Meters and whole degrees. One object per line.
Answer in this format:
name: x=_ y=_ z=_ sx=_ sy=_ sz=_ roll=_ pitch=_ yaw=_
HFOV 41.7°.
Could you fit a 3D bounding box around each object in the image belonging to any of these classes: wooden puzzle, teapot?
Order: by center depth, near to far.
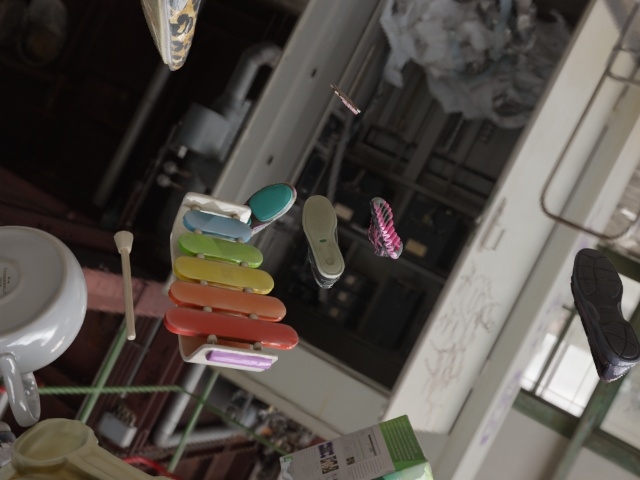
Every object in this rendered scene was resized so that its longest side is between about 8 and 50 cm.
teapot: x=-0.469 y=0.118 z=1.293 sx=0.253 sy=0.256 sz=0.187 roll=23 pitch=146 yaw=19
wooden puzzle: x=0.043 y=-0.251 z=1.492 sx=0.083 sy=0.006 sz=0.049 roll=39 pitch=-162 yaw=-32

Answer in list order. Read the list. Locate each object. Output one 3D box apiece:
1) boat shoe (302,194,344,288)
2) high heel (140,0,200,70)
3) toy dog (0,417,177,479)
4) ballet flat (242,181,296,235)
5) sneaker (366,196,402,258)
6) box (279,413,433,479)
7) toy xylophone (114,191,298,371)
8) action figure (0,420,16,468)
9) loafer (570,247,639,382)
boat shoe: x=0.000 y=0.000 z=1.954 sx=0.084 sy=0.233 sz=0.079 roll=-4 pitch=148 yaw=-11
high heel: x=-0.111 y=-0.315 z=0.955 sx=0.093 sy=0.186 sz=0.261 roll=54 pitch=154 yaw=33
toy dog: x=-0.387 y=0.524 z=1.174 sx=0.285 sy=0.407 sz=0.395 roll=21 pitch=-169 yaw=9
ballet flat: x=-0.136 y=-0.052 z=1.811 sx=0.077 sy=0.221 sz=0.079 roll=59 pitch=-164 yaw=17
sneaker: x=0.102 y=-0.020 z=1.488 sx=0.057 sy=0.119 sz=0.047 roll=-2 pitch=-153 yaw=37
box: x=0.072 y=0.508 z=1.870 sx=0.232 sy=0.322 sz=0.058 roll=-110 pitch=0 yaw=-75
toy xylophone: x=-0.175 y=0.066 z=1.246 sx=0.236 sy=0.081 sz=0.322 roll=6 pitch=-134 yaw=-34
action figure: x=-0.658 y=0.355 z=1.598 sx=0.330 sy=0.341 sz=0.179 roll=15 pitch=-168 yaw=43
loafer: x=0.559 y=0.148 z=1.703 sx=0.109 sy=0.095 sz=0.302 roll=9 pitch=-136 yaw=-10
